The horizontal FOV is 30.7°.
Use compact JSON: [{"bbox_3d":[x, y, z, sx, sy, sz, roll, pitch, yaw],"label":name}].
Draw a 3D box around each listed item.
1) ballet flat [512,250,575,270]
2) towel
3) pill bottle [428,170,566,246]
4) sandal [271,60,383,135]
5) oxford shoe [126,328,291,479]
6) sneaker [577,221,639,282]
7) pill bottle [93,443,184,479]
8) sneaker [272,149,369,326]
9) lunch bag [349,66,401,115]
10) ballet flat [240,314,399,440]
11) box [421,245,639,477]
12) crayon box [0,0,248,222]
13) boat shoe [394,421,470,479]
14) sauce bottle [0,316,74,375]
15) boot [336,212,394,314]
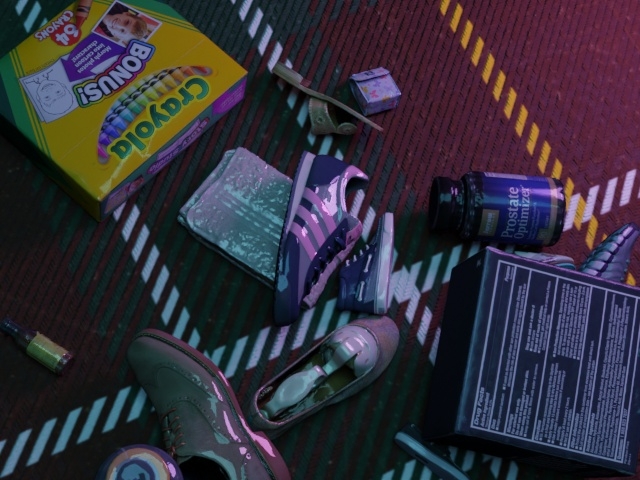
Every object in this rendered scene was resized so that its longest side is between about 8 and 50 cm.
[{"bbox_3d":[0.331,0.066,1.999,0.222,0.076,0.079,-26,52,-17],"label":"ballet flat"},{"bbox_3d":[-0.086,-0.027,1.996,0.282,0.049,0.187,32,66,8],"label":"towel"},{"bbox_3d":[0.303,-0.056,2.018,0.219,0.123,0.122,4,65,-5],"label":"pill bottle"},{"bbox_3d":[-0.002,-0.229,2.099,0.240,0.088,0.079,35,97,16],"label":"sandal"},{"bbox_3d":[-0.194,0.280,1.777,0.348,0.123,0.130,46,40,14],"label":"oxford shoe"},{"bbox_3d":[0.495,0.072,2.017,0.098,0.083,0.223,44,78,0],"label":"sneaker"},{"bbox_3d":[-0.260,0.371,1.680,0.131,0.245,0.130,3,66,-6],"label":"pill bottle"},{"bbox_3d":[0.000,0.000,1.910,0.131,0.112,0.318,12,66,0],"label":"sneaker"},{"bbox_3d":[0.097,-0.279,2.134,0.071,0.053,0.083,-16,59,-15],"label":"lunch bag"},{"bbox_3d":[0.010,0.212,1.866,0.316,0.106,0.107,-37,75,-21],"label":"ballet flat"},{"bbox_3d":[0.341,0.196,1.833,0.294,0.183,0.296,15,74,-10],"label":"box"},{"bbox_3d":[-0.364,-0.261,2.036,0.313,0.106,0.363,40,67,11],"label":"crayon box"},{"bbox_3d":[0.184,0.342,1.861,0.142,0.049,0.040,35,66,11],"label":"boat shoe"},{"bbox_3d":[-0.455,0.166,1.863,0.128,0.042,0.042,34,66,7],"label":"sauce bottle"},{"bbox_3d":[0.077,0.034,1.979,0.086,0.069,0.190,4,59,8],"label":"boot"}]
